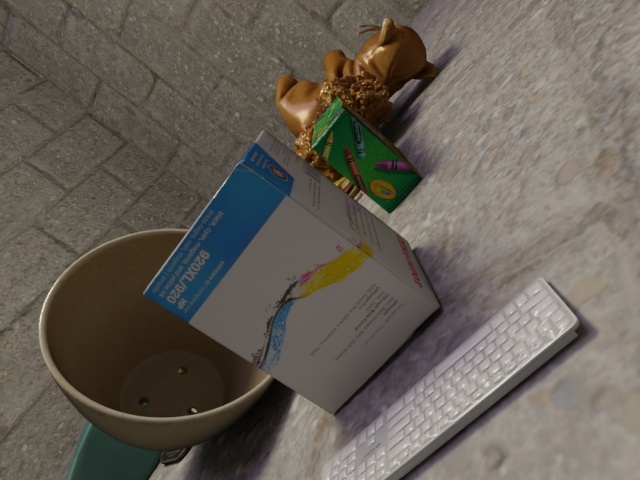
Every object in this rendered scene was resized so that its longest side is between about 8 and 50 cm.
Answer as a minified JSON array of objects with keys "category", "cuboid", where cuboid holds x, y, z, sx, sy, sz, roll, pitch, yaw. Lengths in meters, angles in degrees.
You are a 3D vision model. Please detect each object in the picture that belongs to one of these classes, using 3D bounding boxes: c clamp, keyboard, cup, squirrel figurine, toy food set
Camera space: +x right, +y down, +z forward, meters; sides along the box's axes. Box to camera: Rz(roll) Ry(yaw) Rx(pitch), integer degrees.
[{"category":"c clamp","cuboid":[-0.248,0.352,0.904,0.160,0.022,0.137,-39,23,41]},{"category":"keyboard","cuboid":[0.082,0.129,0.368,0.256,0.014,0.072,-47,14,18]},{"category":"cup","cuboid":[-0.221,0.179,0.729,0.331,0.330,0.237,-68,-4,-51]},{"category":"squirrel figurine","cuboid":[0.098,-0.342,1.177,0.370,0.281,0.397,-31,34,31]},{"category":"toy food set","cuboid":[0.041,-0.103,1.084,0.132,0.038,0.192,-47,14,19]}]

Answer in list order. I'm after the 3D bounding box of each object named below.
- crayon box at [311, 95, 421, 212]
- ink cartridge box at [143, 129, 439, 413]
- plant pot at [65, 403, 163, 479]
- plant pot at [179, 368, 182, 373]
[{"category":"crayon box","cuboid":[0.072,-0.166,0.866,0.081,0.165,0.278,-48,14,16]},{"category":"ink cartridge box","cuboid":[-0.025,0.029,0.523,0.168,0.232,0.171,-50,13,17]},{"category":"plant pot","cuboid":[-0.415,0.420,0.986,0.165,0.165,0.234,-30,33,59]},{"category":"plant pot","cuboid":[-0.322,0.318,1.109,0.083,0.079,0.083,-48,13,14]}]
